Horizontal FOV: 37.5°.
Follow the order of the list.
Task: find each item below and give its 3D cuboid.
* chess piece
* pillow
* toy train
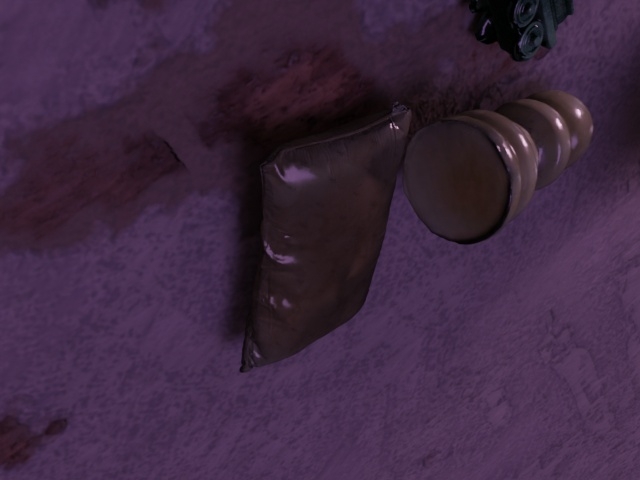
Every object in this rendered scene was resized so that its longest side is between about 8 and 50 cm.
[{"bbox_3d":[0.209,-0.095,1.010,0.243,0.133,0.133,-26,141,-43],"label":"chess piece"},{"bbox_3d":[0.000,0.000,0.978,0.185,0.075,0.302,-24,141,-33],"label":"pillow"},{"bbox_3d":[0.200,-0.255,0.920,0.111,0.071,0.170,-43,142,-10],"label":"toy train"}]
